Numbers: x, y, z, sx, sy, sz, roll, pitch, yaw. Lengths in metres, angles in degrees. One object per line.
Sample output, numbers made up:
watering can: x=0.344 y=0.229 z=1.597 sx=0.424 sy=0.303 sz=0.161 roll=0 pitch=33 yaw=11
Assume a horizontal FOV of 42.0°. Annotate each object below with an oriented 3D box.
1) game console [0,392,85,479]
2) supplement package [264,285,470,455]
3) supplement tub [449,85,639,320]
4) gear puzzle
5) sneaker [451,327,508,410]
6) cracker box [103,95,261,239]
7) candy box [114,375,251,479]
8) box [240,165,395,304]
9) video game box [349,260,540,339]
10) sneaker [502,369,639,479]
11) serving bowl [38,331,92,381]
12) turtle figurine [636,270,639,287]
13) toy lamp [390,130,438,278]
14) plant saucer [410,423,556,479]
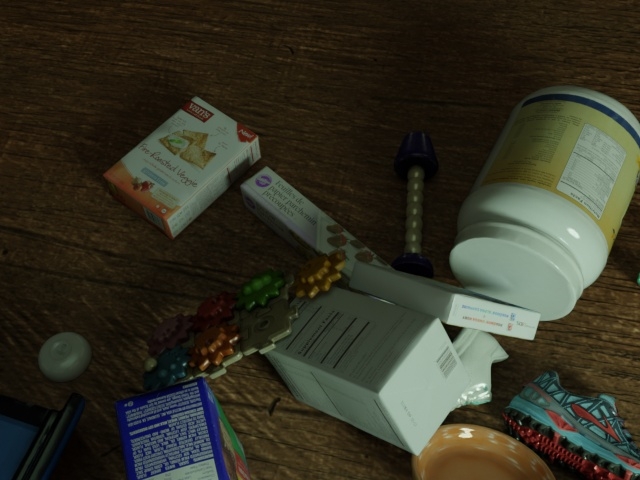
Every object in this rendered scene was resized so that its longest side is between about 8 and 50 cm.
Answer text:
game console: x=-0.468 y=0.328 z=1.114 sx=0.173 sy=0.250 sz=0.293 roll=28 pitch=59 yaw=-11
supplement package: x=0.056 y=0.166 z=1.148 sx=0.244 sy=0.139 sz=0.134 roll=15 pitch=54 yaw=46
supplement tub: x=0.347 y=-0.058 z=1.281 sx=0.228 sy=0.228 sz=0.316 roll=23 pitch=61 yaw=17
gear puzzle: x=-0.116 y=0.106 z=1.204 sx=0.339 sy=0.044 sz=0.175 roll=-27 pitch=30 yaw=10
sneaker: x=0.198 y=0.216 z=1.206 sx=0.094 sy=0.080 sz=0.212 roll=37 pitch=64 yaw=10
cracker box: x=-0.238 y=-0.132 z=1.458 sx=0.156 sy=0.067 sz=0.232 roll=33 pitch=64 yaw=22
candy box: x=-0.133 y=0.365 z=1.005 sx=0.122 sy=0.268 sz=0.317 roll=-16 pitch=58 yaw=-3
box: x=0.000 y=0.000 z=1.360 sx=0.063 sy=0.067 sz=0.324 roll=-40 pitch=64 yaw=-21
video game box: x=0.174 y=0.084 z=1.187 sx=0.205 sy=0.187 sz=0.048 roll=18 pitch=95 yaw=52
sneaker: x=0.390 y=0.267 z=1.140 sx=0.262 sy=0.104 sz=0.125 roll=32 pitch=62 yaw=21
serving bowl: x=-0.397 y=0.175 z=1.288 sx=0.083 sy=0.027 sz=0.083 roll=-1 pitch=56 yaw=2
turtle figurine: x=0.611 y=0.073 z=1.248 sx=0.234 sy=0.118 sz=0.175 roll=26 pitch=46 yaw=36
toy lamp: x=0.155 y=-0.062 z=1.386 sx=0.080 sy=0.080 sz=0.274 roll=5 pitch=58 yaw=6
plant saucer: x=0.215 y=0.323 z=1.107 sx=0.200 sy=0.037 sz=0.200 roll=10 pitch=28 yaw=-5
